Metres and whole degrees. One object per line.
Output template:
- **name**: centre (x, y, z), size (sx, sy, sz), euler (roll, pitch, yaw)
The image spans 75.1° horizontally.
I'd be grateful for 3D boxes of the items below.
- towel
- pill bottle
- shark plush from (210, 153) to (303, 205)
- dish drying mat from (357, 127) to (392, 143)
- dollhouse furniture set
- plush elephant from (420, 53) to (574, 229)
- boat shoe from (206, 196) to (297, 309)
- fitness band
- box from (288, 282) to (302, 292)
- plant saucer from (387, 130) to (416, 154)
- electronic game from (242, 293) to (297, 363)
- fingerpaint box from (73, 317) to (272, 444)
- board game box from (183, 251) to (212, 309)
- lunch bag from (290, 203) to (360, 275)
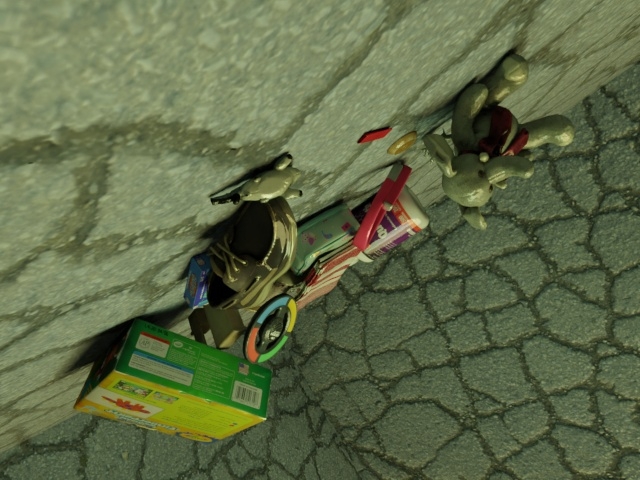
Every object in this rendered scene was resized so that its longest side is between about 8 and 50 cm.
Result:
- **towel**: centre (0.026, 0.113, 1.353), size (0.237, 0.037, 0.329), euler (-29, 161, -37)
- **pill bottle**: centre (0.198, -0.046, 1.446), size (0.323, 0.181, 0.181), euler (-36, 170, 21)
- **shark plush**: centre (-0.100, -0.082, 0.697), size (0.161, 0.073, 0.067), euler (-35, -157, -17)
- **dish drying mat**: centre (0.109, -0.210, 0.833), size (0.083, 0.008, 0.032), euler (-25, 170, -39)
- **dollhouse furniture set**: centre (-0.194, 0.241, 1.362), size (0.355, 0.173, 0.303), euler (5, 139, -45)
- **plush elephant**: centre (0.367, -0.188, 0.930), size (0.330, 0.272, 0.255), euler (-20, -135, 38)
- **boat shoe**: centre (-0.150, 0.043, 0.831), size (0.130, 0.132, 0.355), euler (-21, 151, -37)
- **fitness band**: centre (0.176, -0.099, 1.184), size (0.291, 0.054, 0.209), euler (-56, 172, -33)
- **box**: centre (-0.114, 0.124, 1.469), size (0.191, 0.045, 0.184), euler (-9, 142, -25)
- **plant saucer**: centre (0.199, -0.230, 1.000), size (0.083, 0.015, 0.083), euler (-31, 171, -5)
- **electronic game**: centre (-0.147, 0.265, 1.251), size (0.229, 0.048, 0.229), euler (-39, 143, -39)
- **fingerpaint box**: centre (-0.433, 0.443, 1.250), size (0.371, 0.445, 0.163), euler (-39, -148, 37)
- **board game box**: centre (-0.218, 0.068, 1.010), size (0.210, 0.047, 0.160), euler (-25, 154, -39)
- **lunch bag**: centre (0.000, 0.000, 1.277), size (0.224, 0.108, 0.279), euler (-32, 173, -18)
